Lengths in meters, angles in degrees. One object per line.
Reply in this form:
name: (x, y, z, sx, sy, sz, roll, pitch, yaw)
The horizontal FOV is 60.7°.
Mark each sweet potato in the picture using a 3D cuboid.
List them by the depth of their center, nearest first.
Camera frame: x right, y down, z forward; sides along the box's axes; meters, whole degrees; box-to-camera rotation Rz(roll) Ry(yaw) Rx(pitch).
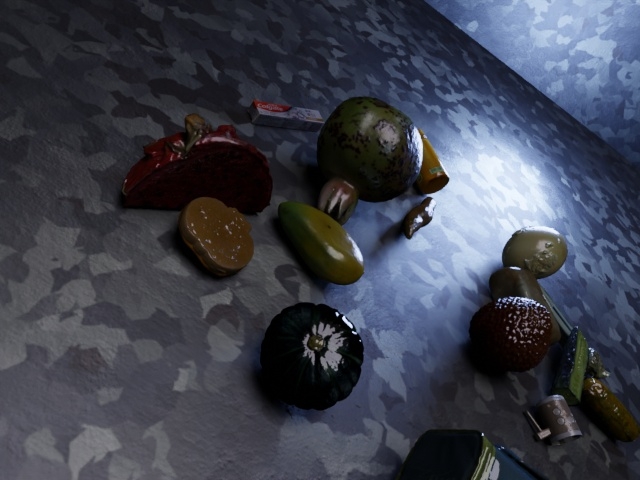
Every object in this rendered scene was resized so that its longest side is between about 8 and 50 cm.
sweet potato: (0.279, -0.070, 1.524, 0.067, 0.067, 0.274, 43, 35, 2)

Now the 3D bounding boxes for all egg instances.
egg: (0.632, 0.040, 1.620, 0.201, 0.164, 0.164, -16, 64, -19)

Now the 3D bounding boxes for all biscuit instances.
biscuit: (-0.208, -0.010, 1.101, 0.170, 0.050, 0.170, 31, 42, -34)

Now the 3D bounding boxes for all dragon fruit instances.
dragon fruit: (-0.233, -0.176, 1.114, 0.317, 0.205, 0.152, 3, 53, -36)

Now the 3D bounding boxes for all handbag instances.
handbag: (0.264, 0.455, 0.900, 0.241, 0.263, 0.222, 41, 66, -4)

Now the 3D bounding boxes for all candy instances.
candy: (0.551, 0.180, 1.480, 0.104, 0.102, 0.234, 8, 53, -33)

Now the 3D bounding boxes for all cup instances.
cup: (0.548, 0.429, 1.298, 0.074, 0.102, 0.099, 54, 18, -53)

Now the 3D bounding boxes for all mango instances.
mango: (0.005, 0.000, 1.231, 0.137, 0.091, 0.237, -16, 66, -51)

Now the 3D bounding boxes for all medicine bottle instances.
medicine bottle: (0.311, -0.241, 1.668, 0.096, 0.096, 0.192, -1, 56, -38)

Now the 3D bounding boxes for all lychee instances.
lychee: (0.456, 0.226, 1.314, 0.194, 0.194, 0.194, 21, 45, -22)

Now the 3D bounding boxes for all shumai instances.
shumai: (0.763, 0.346, 1.512, 0.080, 0.083, 0.082, 23, 79, 8)

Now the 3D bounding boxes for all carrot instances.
carrot: (0.743, 0.439, 1.420, 0.173, 0.082, 0.082, 52, 42, 2)

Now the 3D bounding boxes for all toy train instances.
toy train: (0.639, 0.201, 1.544, 0.048, 0.055, 0.252, -33, 85, -39)

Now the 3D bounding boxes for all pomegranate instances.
pomegranate: (0.097, -0.179, 1.362, 0.285, 0.285, 0.340, 33, 74, -10)

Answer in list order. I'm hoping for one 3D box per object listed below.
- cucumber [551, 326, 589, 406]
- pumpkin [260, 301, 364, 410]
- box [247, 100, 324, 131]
cucumber: (0.654, 0.329, 1.439, 0.078, 0.062, 0.211, 51, 46, -18)
pumpkin: (-0.017, 0.207, 0.987, 0.194, 0.150, 0.194, 15, 41, -14)
box: (-0.090, -0.336, 1.488, 0.218, 0.039, 0.055, -1, 57, -38)
